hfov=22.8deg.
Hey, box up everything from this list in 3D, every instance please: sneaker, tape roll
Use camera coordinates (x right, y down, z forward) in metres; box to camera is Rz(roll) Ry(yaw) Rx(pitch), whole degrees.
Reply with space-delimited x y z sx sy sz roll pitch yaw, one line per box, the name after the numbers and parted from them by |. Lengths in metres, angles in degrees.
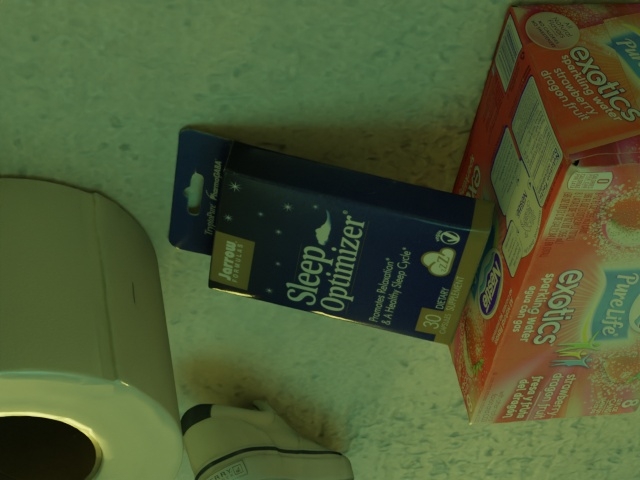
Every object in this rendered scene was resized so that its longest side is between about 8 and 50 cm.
-0.042 0.183 1.378 0.094 0.091 0.258 -27 161 10 | sneaker
-0.228 0.095 1.142 0.246 0.169 0.246 -8 142 -7 | tape roll

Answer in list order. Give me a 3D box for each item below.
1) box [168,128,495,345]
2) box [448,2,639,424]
0.000 0.000 1.134 0.225 0.036 0.136 14 140 2 | box
0.185 -0.012 1.138 0.142 0.154 0.300 -3 140 -12 | box
